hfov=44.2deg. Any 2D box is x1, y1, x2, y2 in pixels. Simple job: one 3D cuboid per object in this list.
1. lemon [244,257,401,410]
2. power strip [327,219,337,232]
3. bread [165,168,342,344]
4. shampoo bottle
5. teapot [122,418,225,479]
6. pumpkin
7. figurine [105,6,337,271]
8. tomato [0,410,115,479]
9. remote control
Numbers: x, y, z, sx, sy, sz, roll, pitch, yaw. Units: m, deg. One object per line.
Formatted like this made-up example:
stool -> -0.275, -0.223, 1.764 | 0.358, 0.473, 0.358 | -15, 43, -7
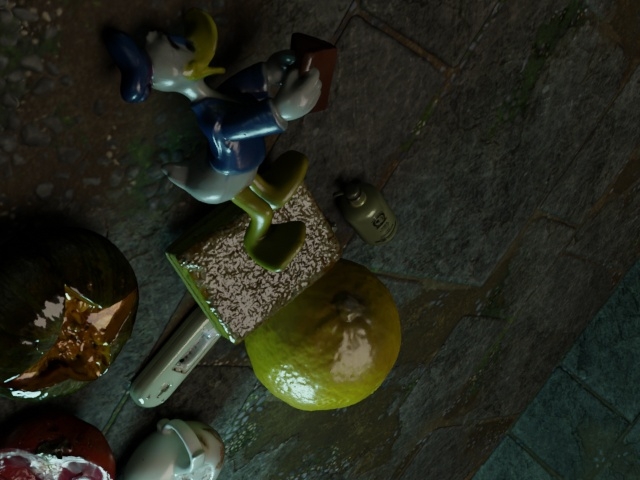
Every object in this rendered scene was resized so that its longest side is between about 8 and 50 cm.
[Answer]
lemon -> 0.005, 0.161, 1.364 | 0.293, 0.293, 0.293 | -30, 143, -26
power strip -> 0.000, 0.000, 1.418 | 0.017, 0.027, 0.083 | 14, 113, -51
bread -> -0.100, 0.019, 1.218 | 0.234, 0.110, 0.184 | -37, 119, -14
shampoo bottle -> 0.081, -0.055, 1.408 | 0.079, 0.079, 0.162 | -46, 147, -3
teapot -> -0.264, 0.425, 1.450 | 0.204, 0.139, 0.298 | -25, 141, -27
pumpkin -> -0.342, 0.088, 0.998 | 0.238, 0.159, 0.238 | -45, 156, -27
figurine -> -0.110, -0.156, 0.973 | 0.283, 0.204, 0.338 | -38, 129, 26
tomato -> -0.410, 0.327, 1.228 | 0.189, 0.099, 0.173 | 12, 141, -10
remote control -> -0.236, 0.196, 1.334 | 0.221, 0.042, 0.078 | -50, 148, 2
